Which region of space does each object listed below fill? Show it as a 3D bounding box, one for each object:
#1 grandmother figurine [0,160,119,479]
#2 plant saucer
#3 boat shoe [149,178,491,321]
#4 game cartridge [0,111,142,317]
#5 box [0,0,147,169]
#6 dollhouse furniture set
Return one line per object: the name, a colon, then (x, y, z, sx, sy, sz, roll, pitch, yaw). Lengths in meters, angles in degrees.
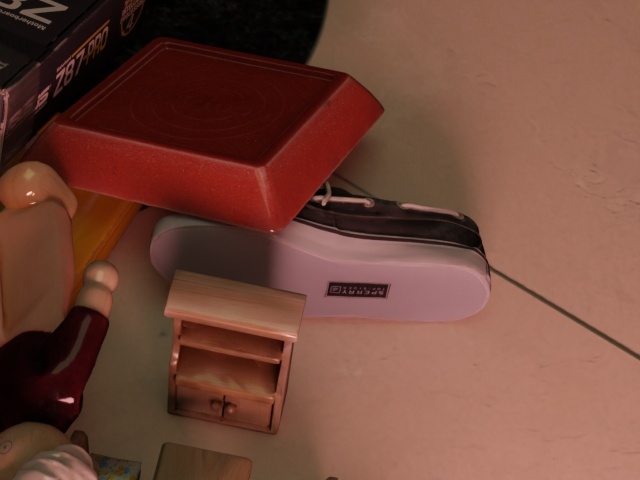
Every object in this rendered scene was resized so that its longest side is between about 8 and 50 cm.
grandmother figurine: (-0.231, 0.099, 1.250, 0.104, 0.208, 0.342, 18, 33, -28)
plant saucer: (-0.103, -0.111, 1.472, 0.258, 0.047, 0.259, 13, 34, 19)
boat shoe: (0.001, -0.003, 1.446, 0.306, 0.113, 0.105, 3, 47, -7)
game cartridge: (-0.352, -0.032, 1.464, 0.324, 0.052, 0.285, 22, 55, 11)
box: (-0.401, -0.236, 1.529, 0.395, 0.097, 0.318, 21, 37, 9)
dollhouse furniture set: (-0.091, 0.172, 1.275, 0.212, 0.161, 0.242, 11, 54, 2)
